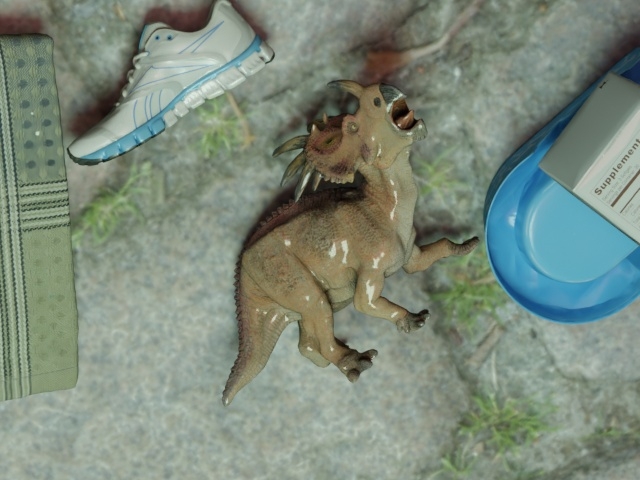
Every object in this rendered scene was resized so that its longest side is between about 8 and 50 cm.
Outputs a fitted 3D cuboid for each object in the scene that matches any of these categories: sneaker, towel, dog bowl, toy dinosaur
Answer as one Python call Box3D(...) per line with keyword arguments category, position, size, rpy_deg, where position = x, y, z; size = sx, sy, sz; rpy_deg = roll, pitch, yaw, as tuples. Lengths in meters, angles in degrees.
Box3D(category="sneaker", position=(-0.137, -0.134, 1.633), size=(0.190, 0.071, 0.083), rpy_deg=(-35, 102, -9))
Box3D(category="towel", position=(-0.355, 0.000, 1.600), size=(0.312, 0.056, 0.324), rpy_deg=(-10, 109, -24))
Box3D(category="dog bowl", position=(0.266, -0.061, 1.717), size=(0.297, 0.074, 0.166), rpy_deg=(-41, 108, 3))
Box3D(category="toy dinosaur", position=(0.000, 0.000, 1.665), size=(0.295, 0.127, 0.200), rpy_deg=(-40, 101, 14))

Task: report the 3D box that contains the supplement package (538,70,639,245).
Box3D(category="supplement package", position=(0.289, -0.042, 1.632), size=(0.179, 0.105, 0.105), rpy_deg=(36, 96, -16))
